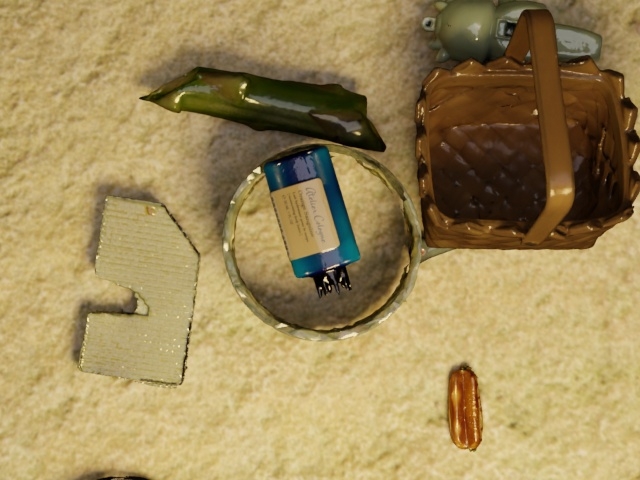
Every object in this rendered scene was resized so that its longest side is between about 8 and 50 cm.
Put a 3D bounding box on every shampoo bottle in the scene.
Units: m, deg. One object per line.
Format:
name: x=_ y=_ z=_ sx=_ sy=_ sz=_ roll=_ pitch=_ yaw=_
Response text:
shampoo bottle: x=-0.007 y=-0.019 z=1.475 sx=0.087 sy=0.050 sz=0.183 roll=-17 pitch=90 yaw=3

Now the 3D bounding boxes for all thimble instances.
thimble: x=0.000 y=0.000 z=1.576 sx=0.271 sy=0.150 sz=0.271 roll=0 pitch=90 yaw=-1

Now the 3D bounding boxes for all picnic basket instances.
picnic basket: x=0.265 y=-0.119 z=1.516 sx=0.291 sy=0.321 sz=0.254 roll=-2 pitch=73 yaw=-2

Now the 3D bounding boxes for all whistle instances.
whistle: x=0.263 y=-0.285 z=1.641 sx=0.253 sy=0.106 sz=0.101 roll=7 pitch=120 yaw=0

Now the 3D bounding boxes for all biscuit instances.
biscuit: x=-0.241 y=0.069 z=1.610 sx=0.147 sy=0.046 sz=0.250 roll=7 pitch=90 yaw=-5

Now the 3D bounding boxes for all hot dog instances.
hot dog: x=0.204 y=0.236 z=1.668 sx=0.049 sy=0.037 sz=0.122 roll=0 pitch=85 yaw=5

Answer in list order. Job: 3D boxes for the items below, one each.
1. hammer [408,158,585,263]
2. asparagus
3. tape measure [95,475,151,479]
hammer: x=0.260 y=-0.025 z=1.675 sx=0.288 sy=0.033 sz=0.111 roll=-17 pitch=91 yaw=-6
asparagus: x=-0.071 y=-0.186 z=1.616 sx=0.343 sy=0.082 sz=0.085 roll=13 pitch=112 yaw=-5
tape measure: x=-0.264 y=0.411 z=1.577 sx=0.186 sy=0.112 sz=0.199 roll=-40 pitch=95 yaw=-7
